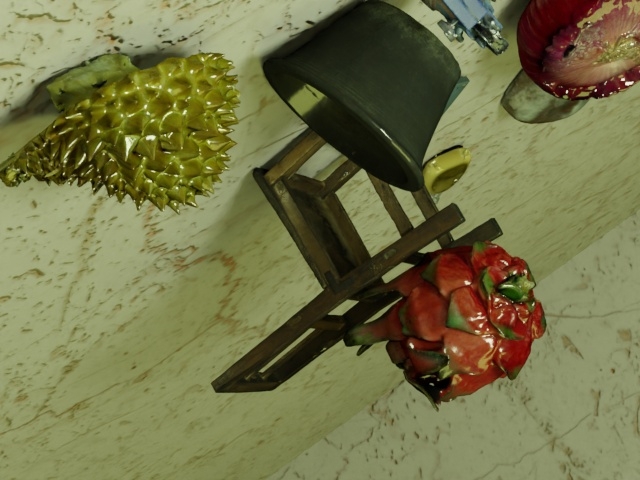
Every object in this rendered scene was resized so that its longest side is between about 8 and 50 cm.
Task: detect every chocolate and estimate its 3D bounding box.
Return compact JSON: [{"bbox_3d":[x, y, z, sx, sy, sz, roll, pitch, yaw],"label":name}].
[{"bbox_3d":[0.387,-0.258,2.365,0.157,0.080,0.254,-23,161,-31],"label":"chocolate"}]

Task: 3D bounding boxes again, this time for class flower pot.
[{"bbox_3d":[0.066,-0.183,1.800,0.148,0.235,0.235,-52,165,-7],"label":"flower pot"}]

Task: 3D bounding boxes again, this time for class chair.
[{"bbox_3d":[0.000,0.000,2.124,0.416,0.240,0.203,-35,164,17],"label":"chair"}]

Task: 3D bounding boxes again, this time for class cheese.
[{"bbox_3d":[0.194,-0.096,2.534,0.086,0.036,0.162,-26,161,-21],"label":"cheese"}]

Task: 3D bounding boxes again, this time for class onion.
[{"bbox_3d":[0.372,-0.297,2.094,0.248,0.161,0.248,-30,153,-18],"label":"onion"}]

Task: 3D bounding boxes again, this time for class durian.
[{"bbox_3d":[-0.190,-0.122,1.606,0.306,0.166,0.172,-26,132,-43],"label":"durian"}]

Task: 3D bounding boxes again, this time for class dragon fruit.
[{"bbox_3d":[0.169,0.106,1.982,0.274,0.192,0.193,-28,174,33],"label":"dragon fruit"}]

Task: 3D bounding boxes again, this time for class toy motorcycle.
[{"bbox_3d":[0.138,-0.284,1.722,0.076,0.114,0.205,-43,130,7],"label":"toy motorcycle"}]

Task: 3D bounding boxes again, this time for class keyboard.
[{"bbox_3d":[0.156,-0.180,2.267,0.055,0.014,0.176,-20,158,-37],"label":"keyboard"}]
